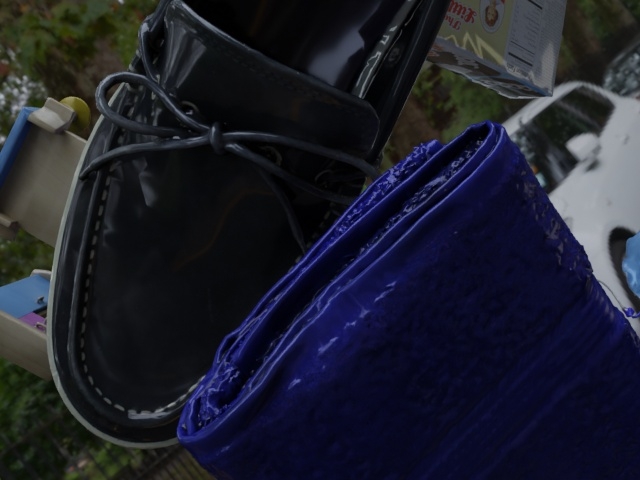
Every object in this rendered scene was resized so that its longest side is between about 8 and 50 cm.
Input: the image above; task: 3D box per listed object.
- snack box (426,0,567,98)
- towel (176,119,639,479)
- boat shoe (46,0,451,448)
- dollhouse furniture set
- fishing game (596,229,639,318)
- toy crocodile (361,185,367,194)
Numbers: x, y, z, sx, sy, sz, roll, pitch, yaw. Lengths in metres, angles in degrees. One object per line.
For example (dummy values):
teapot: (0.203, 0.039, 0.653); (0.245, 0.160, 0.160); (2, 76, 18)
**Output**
snack box: (0.133, -0.261, 0.750); (0.060, 0.187, 0.322); (9, 0, 44)
towel: (0.088, 0.108, 0.476); (0.228, 0.308, 0.076); (-44, 29, -5)
boat shoe: (-0.042, -0.083, 0.500); (0.500, 0.187, 0.156); (-61, 4, 8)
dollhouse furniture set: (-0.255, 0.011, 0.995); (0.303, 0.287, 0.198); (-63, -1, 9)
fishing game: (0.380, 0.004, 0.760); (0.264, 0.041, 0.189); (-38, 21, 4)
toy crocodile: (0.000, 0.000, 1.083); (0.115, 0.105, 0.340); (-12, 47, 24)
